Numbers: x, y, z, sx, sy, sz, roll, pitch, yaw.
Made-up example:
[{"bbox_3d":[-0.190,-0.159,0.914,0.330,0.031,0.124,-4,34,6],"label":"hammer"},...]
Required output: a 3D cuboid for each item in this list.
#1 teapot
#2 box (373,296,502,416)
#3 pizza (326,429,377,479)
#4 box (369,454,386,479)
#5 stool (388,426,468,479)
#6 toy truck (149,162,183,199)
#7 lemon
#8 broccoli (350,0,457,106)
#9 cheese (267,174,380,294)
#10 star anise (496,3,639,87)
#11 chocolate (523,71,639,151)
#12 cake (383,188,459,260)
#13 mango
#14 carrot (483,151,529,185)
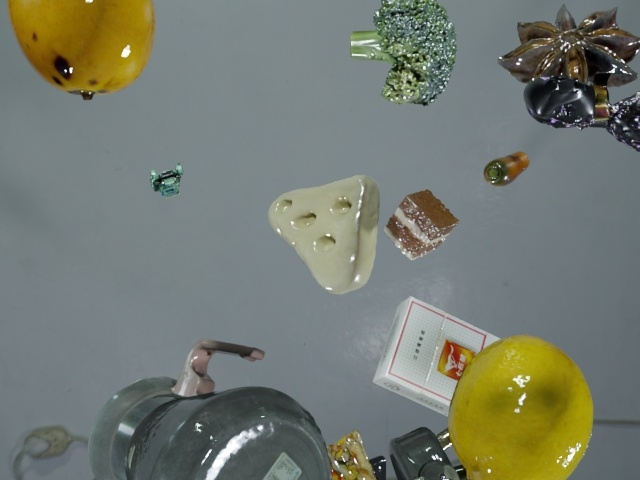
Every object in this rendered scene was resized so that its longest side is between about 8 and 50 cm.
[{"bbox_3d":[-0.164,0.290,0.903,0.253,0.344,0.300,32,70,-35],"label":"teapot"},{"bbox_3d":[0.311,0.301,1.522,0.330,0.095,0.210,25,64,-4],"label":"box"},{"bbox_3d":[0.061,0.398,1.109,0.036,0.176,0.184,-26,52,-30],"label":"pizza"},{"bbox_3d":[0.114,0.613,1.627,0.126,0.027,0.125,-16,119,-28],"label":"box"},{"bbox_3d":[0.222,0.437,1.207,0.139,0.228,0.153,-20,106,-10],"label":"stool"},{"bbox_3d":[-0.390,-0.144,1.656,0.080,0.154,0.078,-18,91,-17],"label":"toy truck"},{"bbox_3d":[0.336,0.292,1.086,0.235,0.236,0.263,28,90,0],"label":"lemon"},{"bbox_3d":[0.229,-0.505,1.774,0.301,0.375,0.249,-14,70,18],"label":"broccoli"},{"bbox_3d":[0.000,0.000,1.799,0.350,0.129,0.329,-11,68,28],"label":"cheese"},{"bbox_3d":[0.582,-0.428,1.489,0.331,0.118,0.332,-8,58,13],"label":"star anise"},{"bbox_3d":[0.238,-0.117,0.550,0.147,0.072,0.070,13,69,-16],"label":"chocolate"},{"bbox_3d":[0.261,-0.038,1.708,0.135,0.134,0.147,52,128,19],"label":"cake"},{"bbox_3d":[-0.192,-0.191,0.503,0.115,0.090,0.178,-36,72,23],"label":"mango"},{"bbox_3d":[0.542,-0.206,1.879,0.087,0.193,0.087,13,111,36],"label":"carrot"}]
